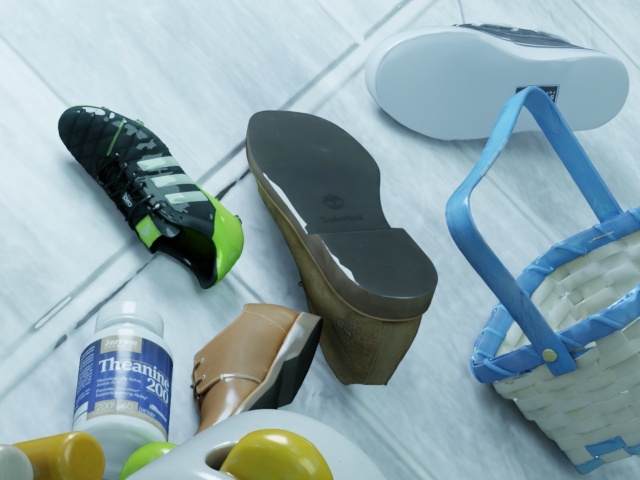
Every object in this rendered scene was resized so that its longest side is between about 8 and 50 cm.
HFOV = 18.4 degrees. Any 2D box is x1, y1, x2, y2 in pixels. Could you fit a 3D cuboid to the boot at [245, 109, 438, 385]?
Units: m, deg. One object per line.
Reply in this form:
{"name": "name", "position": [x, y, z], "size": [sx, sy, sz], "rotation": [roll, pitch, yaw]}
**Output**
{"name": "boot", "position": [0.000, 0.000, 1.607], "size": [0.112, 0.115, 0.305], "rotation": [-1, 36, -20]}

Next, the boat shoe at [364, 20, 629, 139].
{"name": "boat shoe", "position": [0.157, -0.165, 1.915], "size": [0.301, 0.108, 0.102], "rotation": [-3, 25, -32]}

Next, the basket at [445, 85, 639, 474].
{"name": "basket", "position": [0.224, 0.028, 1.701], "size": [0.289, 0.201, 0.254], "rotation": [50, 36, -12]}

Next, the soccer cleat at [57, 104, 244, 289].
{"name": "soccer cleat", "position": [-0.133, -0.035, 1.525], "size": [0.179, 0.060, 0.072], "rotation": [40, 37, -14]}

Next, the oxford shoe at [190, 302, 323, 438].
{"name": "oxford shoe", "position": [-0.068, 0.117, 1.452], "size": [0.076, 0.076, 0.212], "rotation": [20, 34, 9]}

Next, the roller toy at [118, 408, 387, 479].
{"name": "roller toy", "position": [-0.046, 0.215, 1.253], "size": [0.146, 0.209, 0.191], "rotation": [-27, 97, -52]}

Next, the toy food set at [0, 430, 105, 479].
{"name": "toy food set", "position": [-0.228, 0.208, 1.192], "size": [0.111, 0.104, 0.232], "rotation": [40, 52, -32]}

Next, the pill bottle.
{"name": "pill bottle", "position": [-0.137, 0.102, 1.380], "size": [0.067, 0.067, 0.120], "rotation": [27, 40, -25]}
